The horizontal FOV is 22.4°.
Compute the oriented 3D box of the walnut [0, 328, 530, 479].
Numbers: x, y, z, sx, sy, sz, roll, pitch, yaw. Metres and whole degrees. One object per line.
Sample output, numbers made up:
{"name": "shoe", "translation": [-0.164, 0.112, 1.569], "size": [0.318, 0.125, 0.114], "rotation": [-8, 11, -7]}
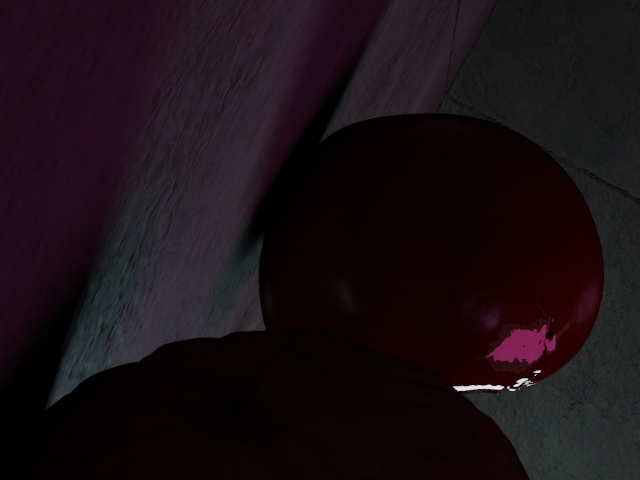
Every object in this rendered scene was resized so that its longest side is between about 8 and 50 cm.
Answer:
{"name": "walnut", "translation": [-0.024, 0.203, 0.776], "size": [0.333, 0.332, 0.333], "rotation": [-61, 176, -6]}

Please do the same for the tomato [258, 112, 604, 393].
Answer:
{"name": "tomato", "translation": [0.080, 0.012, 1.317], "size": [0.298, 0.298, 0.226], "rotation": [10, 75, -86]}
